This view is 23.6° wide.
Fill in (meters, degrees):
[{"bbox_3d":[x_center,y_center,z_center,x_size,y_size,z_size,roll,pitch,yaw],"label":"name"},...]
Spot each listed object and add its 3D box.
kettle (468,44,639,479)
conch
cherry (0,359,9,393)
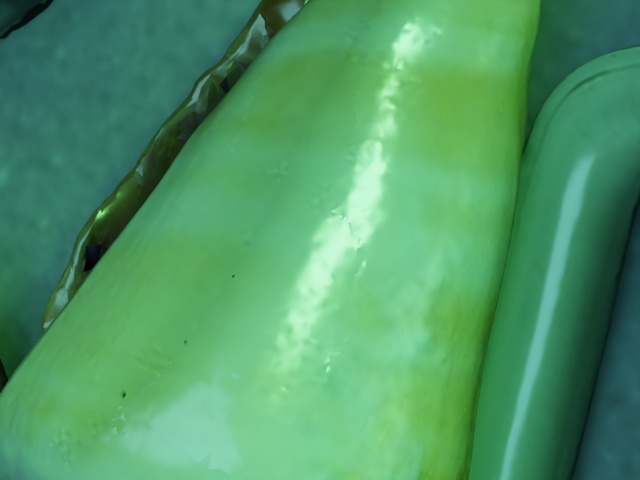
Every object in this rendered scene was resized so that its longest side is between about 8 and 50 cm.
[{"bbox_3d":[0.154,0.037,0.353,0.265,0.205,0.318,14,94,17],"label":"kettle"},{"bbox_3d":[0.008,0.008,0.451,0.127,0.158,0.255,38,86,-14],"label":"conch"},{"bbox_3d":[-0.137,0.052,0.510,0.188,0.115,0.148,-5,47,12],"label":"cherry"}]
